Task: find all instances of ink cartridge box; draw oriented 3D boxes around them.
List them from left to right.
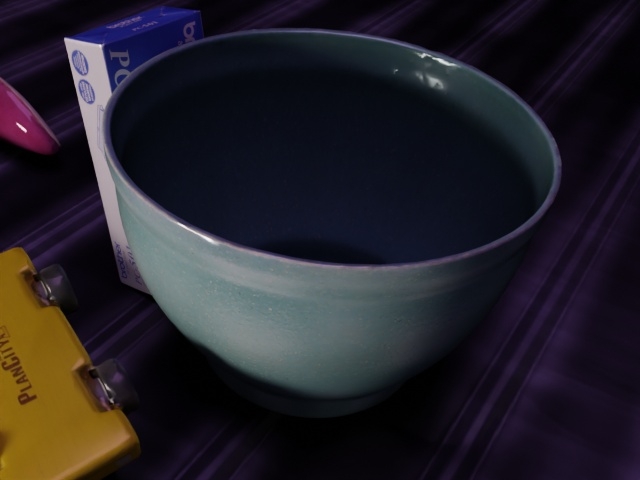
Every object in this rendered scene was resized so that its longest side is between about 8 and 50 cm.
[{"bbox_3d":[-0.128,-0.069,0.649,0.046,0.207,0.097,17,36,34],"label":"ink cartridge box"}]

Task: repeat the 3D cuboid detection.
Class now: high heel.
[{"bbox_3d":[-0.373,-0.125,0.818,0.244,0.082,0.117,35,73,15],"label":"high heel"}]

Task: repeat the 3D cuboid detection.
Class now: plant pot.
[{"bbox_3d":[0.000,0.000,0.588,0.293,0.196,0.293,4,37,-3],"label":"plant pot"}]

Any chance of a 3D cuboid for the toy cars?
[{"bbox_3d":[-0.283,0.080,0.535,0.393,0.087,0.176,10,47,11],"label":"toy cars"}]
